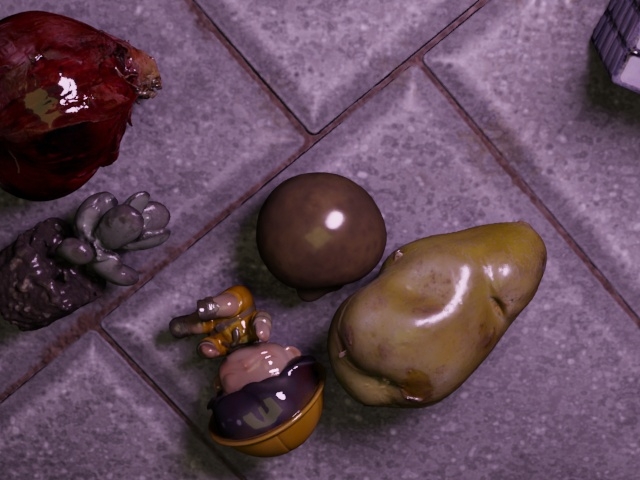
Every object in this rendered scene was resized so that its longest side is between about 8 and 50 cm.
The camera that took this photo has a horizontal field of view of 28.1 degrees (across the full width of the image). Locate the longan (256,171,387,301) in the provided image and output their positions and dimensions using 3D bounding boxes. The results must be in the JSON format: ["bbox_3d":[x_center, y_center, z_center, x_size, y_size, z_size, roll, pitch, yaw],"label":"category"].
[{"bbox_3d":[0.000,0.000,1.805,0.185,0.159,0.204,8,124,-3],"label":"longan"}]

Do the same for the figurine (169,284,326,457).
[{"bbox_3d":[-0.096,0.192,1.880,0.192,0.167,0.256,-25,83,26],"label":"figurine"}]

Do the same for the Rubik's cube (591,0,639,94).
[{"bbox_3d":[0.506,-0.283,1.615,0.237,0.237,0.238,22,110,-4],"label":"Rubik's cube"}]

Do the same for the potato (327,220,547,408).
[{"bbox_3d":[0.169,0.098,1.794,0.351,0.218,0.202,-36,62,-5],"label":"potato"}]

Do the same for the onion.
[{"bbox_3d":[-0.371,-0.175,1.754,0.221,0.281,0.281,44,114,36],"label":"onion"}]

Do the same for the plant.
[{"bbox_3d":[-0.345,0.023,1.849,0.275,0.146,0.149,-29,101,14],"label":"plant"}]
